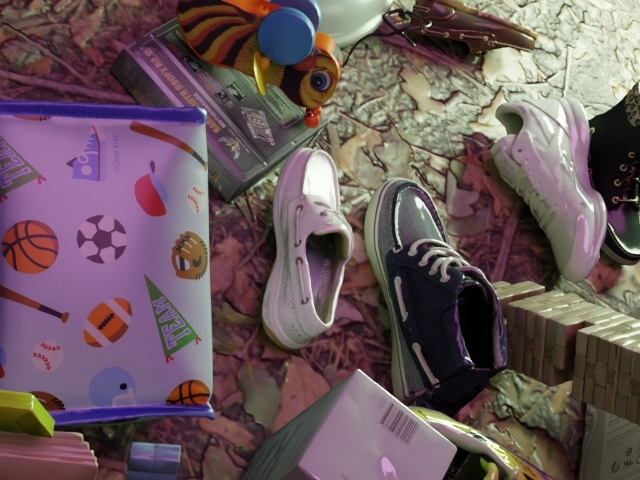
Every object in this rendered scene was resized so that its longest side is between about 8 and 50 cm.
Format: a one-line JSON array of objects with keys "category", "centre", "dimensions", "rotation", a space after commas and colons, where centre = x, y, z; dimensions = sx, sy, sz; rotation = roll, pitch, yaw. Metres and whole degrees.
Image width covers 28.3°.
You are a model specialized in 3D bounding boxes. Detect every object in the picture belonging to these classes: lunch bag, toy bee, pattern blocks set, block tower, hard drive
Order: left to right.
[{"category": "pattern blocks set", "centre": [-0.299, 0.219, 1.164], "dimensions": [0.325, 0.285, 0.026], "rotation": [14, 47, -16]}, {"category": "lunch bag", "centre": [-0.309, 0.029, 1.256], "dimensions": [0.386, 0.239, 0.327], "rotation": [2, 82, -20]}, {"category": "toy bee", "centre": [-0.038, -0.221, 1.587], "dimensions": [0.298, 0.162, 0.195], "rotation": [21, 30, 20]}, {"category": "block tower", "centre": [0.325, 0.134, 1.545], "dimensions": [0.091, 0.335, 0.097], "rotation": [-12, 112, -35]}, {"category": "hard drive", "centre": [0.423, 0.222, 1.601], "dimensions": [0.064, 0.237, 0.338], "rotation": [28, 54, -16]}]

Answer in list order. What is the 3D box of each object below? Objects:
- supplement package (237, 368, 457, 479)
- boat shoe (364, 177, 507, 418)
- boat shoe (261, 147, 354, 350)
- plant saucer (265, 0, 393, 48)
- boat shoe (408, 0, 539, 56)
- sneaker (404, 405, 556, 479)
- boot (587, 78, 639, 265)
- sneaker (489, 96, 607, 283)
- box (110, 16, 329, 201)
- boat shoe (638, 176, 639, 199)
[{"category": "supplement package", "centre": [0.005, 0.262, 1.334], "dimensions": [0.139, 0.244, 0.134], "rotation": [40, 52, -6]}, {"category": "boat shoe", "centre": [0.154, 0.047, 1.597], "dimensions": [0.127, 0.158, 0.340], "rotation": [5, 62, -28]}, {"category": "boat shoe", "centre": [0.000, 0.000, 1.564], "dimensions": [0.098, 0.096, 0.277], "rotation": [29, 54, -38]}, {"category": "plant saucer", "centre": [-0.048, -0.459, 1.811], "dimensions": [0.401, 0.100, 0.400], "rotation": [14, 58, -23]}, {"category": "boat shoe", "centre": [0.228, -0.313, 1.911], "dimensions": [0.207, 0.073, 0.073], "rotation": [15, 94, -18]}, {"category": "sneaker", "centre": [0.212, 0.315, 1.441], "dimensions": [0.385, 0.147, 0.145], "rotation": [27, 77, 2]}, {"category": "boot", "centre": [0.450, -0.101, 1.838], "dimensions": [0.085, 0.178, 0.236], "rotation": [1, 62, -29]}, {"category": "sneaker", "centre": [0.317, -0.073, 1.811], "dimensions": [0.152, 0.114, 0.305], "rotation": [3, 57, -13]}, {"category": "box", "centre": [-0.126, -0.186, 1.636], "dimensions": [0.231, 0.056, 0.183], "rotation": [48, 51, 3]}, {"category": "boat shoe", "centre": [0.493, -0.094, 1.931], "dimensions": [0.183, 0.065, 0.083], "rotation": [49, 50, 2]}]
